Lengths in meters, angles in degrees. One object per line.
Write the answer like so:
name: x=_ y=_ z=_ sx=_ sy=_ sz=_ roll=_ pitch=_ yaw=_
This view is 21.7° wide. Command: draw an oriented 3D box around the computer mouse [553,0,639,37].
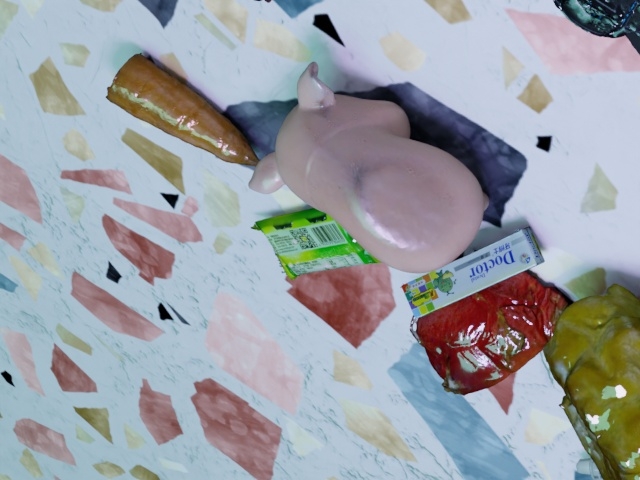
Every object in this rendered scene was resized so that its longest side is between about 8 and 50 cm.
computer mouse: x=0.273 y=-0.276 z=1.455 sx=0.146 sy=0.077 sz=0.242 roll=34 pitch=141 yaw=9

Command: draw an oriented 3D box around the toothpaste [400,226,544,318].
toothpaste: x=0.168 y=0.036 z=1.864 sx=0.164 sy=0.034 sz=0.046 roll=-26 pitch=83 yaw=26

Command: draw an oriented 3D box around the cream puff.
cream puff: x=0.364 y=0.173 z=1.797 sx=0.282 sy=0.185 sz=0.282 roll=60 pitch=-178 yaw=-3

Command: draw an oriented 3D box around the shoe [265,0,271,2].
shoe: x=-0.059 y=-0.288 z=1.730 sx=0.227 sy=0.099 sz=0.125 roll=26 pitch=135 yaw=28

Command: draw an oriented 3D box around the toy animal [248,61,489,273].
toy animal: x=0.059 y=-0.064 z=1.818 sx=0.250 sy=0.154 sz=0.166 roll=33 pitch=102 yaw=13

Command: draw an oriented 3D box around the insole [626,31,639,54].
insole: x=0.296 y=-0.211 z=1.569 sx=0.153 sy=0.002 sz=0.053 roll=52 pitch=144 yaw=-15

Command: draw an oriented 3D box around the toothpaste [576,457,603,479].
toothpaste: x=0.397 y=0.269 z=1.972 sx=0.218 sy=0.041 sz=0.064 roll=-6 pitch=119 yaw=42

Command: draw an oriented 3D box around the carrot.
carrot: x=-0.158 y=-0.144 z=2.019 sx=0.205 sy=0.072 sz=0.072 roll=34 pitch=145 yaw=5

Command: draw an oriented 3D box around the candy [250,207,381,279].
candy: x=0.001 y=-0.001 z=2.054 sx=0.178 sy=0.032 sz=0.102 roll=-12 pitch=123 yaw=47

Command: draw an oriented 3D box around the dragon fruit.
dragon fruit: x=0.192 y=0.093 z=1.901 sx=0.120 sy=0.127 sz=0.161 roll=47 pitch=146 yaw=-22
